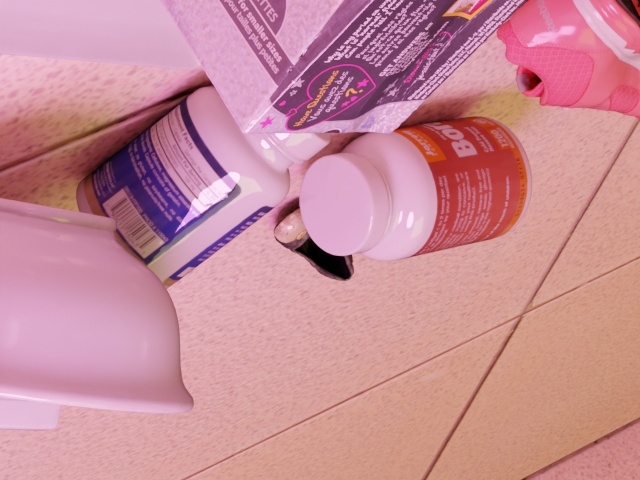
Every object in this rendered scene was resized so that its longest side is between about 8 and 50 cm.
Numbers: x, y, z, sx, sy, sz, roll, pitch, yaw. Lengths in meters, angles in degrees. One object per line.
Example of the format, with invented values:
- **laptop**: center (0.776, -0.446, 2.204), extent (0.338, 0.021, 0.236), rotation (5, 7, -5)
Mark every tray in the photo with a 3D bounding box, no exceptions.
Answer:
- **tray**: center (-0.126, -0.176, 1.334), extent (0.145, 0.030, 0.270), rotation (-43, 158, 27)

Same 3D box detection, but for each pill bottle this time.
- **pill bottle**: center (0.087, -0.046, 1.838), extent (0.216, 0.121, 0.121), rotation (-12, 152, -45)
- **pill bottle**: center (-0.089, -0.055, 1.562), extent (0.187, 0.112, 0.112), rotation (-36, 160, 14)

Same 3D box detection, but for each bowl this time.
- **bowl**: center (-0.229, 0.037, 1.453), extent (0.298, 0.134, 0.298), rotation (10, 178, 0)

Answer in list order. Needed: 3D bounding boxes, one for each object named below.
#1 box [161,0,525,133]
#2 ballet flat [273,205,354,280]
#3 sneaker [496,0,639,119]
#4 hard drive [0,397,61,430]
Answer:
- **box**: center (-0.016, -0.200, 1.110), extent (0.142, 0.247, 0.163), rotation (-3, 146, -52)
- **ballet flat**: center (0.000, 0.000, 1.927), extent (0.057, 0.049, 0.173), rotation (-36, 161, 9)
- **sneaker**: center (0.250, -0.171, 1.844), extent (0.136, 0.116, 0.314), rotation (-26, 156, 15)
- **hard drive**: center (-0.358, 0.103, 1.457), extent (0.307, 0.203, 0.040), rotation (11, 89, -63)
